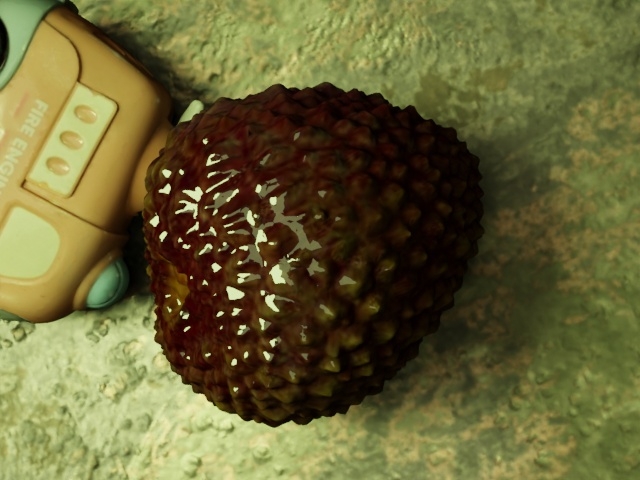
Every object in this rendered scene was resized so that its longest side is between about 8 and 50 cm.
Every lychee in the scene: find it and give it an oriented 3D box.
[{"bbox_3d":[0.000,0.000,1.100,0.271,0.271,0.272,-1,85,11],"label":"lychee"}]

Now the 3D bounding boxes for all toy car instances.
[{"bbox_3d":[-0.225,-0.050,1.176,0.212,0.180,0.271,29,91,2],"label":"toy car"}]
